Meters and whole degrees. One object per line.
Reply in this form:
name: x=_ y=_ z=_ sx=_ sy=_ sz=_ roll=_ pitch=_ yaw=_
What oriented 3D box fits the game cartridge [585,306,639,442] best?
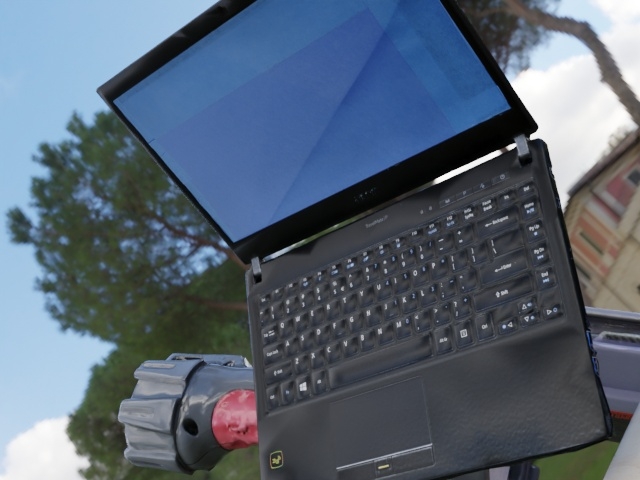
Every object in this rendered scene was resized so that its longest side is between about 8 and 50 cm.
game cartridge: x=0.364 y=0.150 z=0.897 sx=0.068 sy=0.355 sz=0.230 roll=-68 pitch=-30 yaw=-30

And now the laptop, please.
laptop: x=0.000 y=0.000 z=0.509 sx=0.234 sy=0.264 sz=0.137 roll=-24 pitch=-29 yaw=36

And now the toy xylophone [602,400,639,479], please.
toy xylophone: x=0.171 y=0.155 z=0.380 sx=0.236 sy=0.081 sz=0.323 roll=-62 pitch=-5 yaw=-1

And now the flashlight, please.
flashlight: x=-0.008 y=0.137 z=0.636 sx=0.304 sy=0.103 sz=0.103 roll=-3 pitch=0 yaw=31
